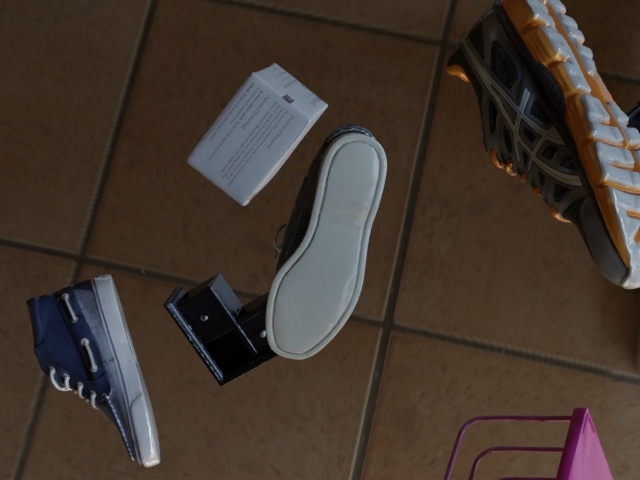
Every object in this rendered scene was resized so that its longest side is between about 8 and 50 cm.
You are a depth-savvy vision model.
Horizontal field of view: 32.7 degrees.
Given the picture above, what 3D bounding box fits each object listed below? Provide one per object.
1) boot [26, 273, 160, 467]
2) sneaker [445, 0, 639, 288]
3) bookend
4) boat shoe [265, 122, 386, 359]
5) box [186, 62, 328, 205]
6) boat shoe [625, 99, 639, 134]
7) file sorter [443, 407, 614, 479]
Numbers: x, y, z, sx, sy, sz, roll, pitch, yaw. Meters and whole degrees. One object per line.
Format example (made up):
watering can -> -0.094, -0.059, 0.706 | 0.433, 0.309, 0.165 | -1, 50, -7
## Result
boot -> -0.212, 0.130, 1.020 | 0.086, 0.069, 0.190 | -17, 71, -7
sneaker -> 0.151, -0.061, 0.699 | 0.083, 0.084, 0.214 | -35, 63, 32
bookend -> -0.123, 0.112, 1.649 | 0.157, 0.072, 0.156 | -29, 102, 16
boat shoe -> 0.000, 0.000, 1.147 | 0.095, 0.079, 0.254 | 10, 106, -10
box -> -0.097, -0.172, 1.741 | 0.119, 0.181, 0.182 | 39, 107, -2
boat shoe -> 0.346, -0.122, 1.078 | 0.228, 0.076, 0.080 | -34, 84, 6
file sorter -> 0.301, 0.404, 1.518 | 0.182, 0.290, 0.202 | -5, 38, 30
